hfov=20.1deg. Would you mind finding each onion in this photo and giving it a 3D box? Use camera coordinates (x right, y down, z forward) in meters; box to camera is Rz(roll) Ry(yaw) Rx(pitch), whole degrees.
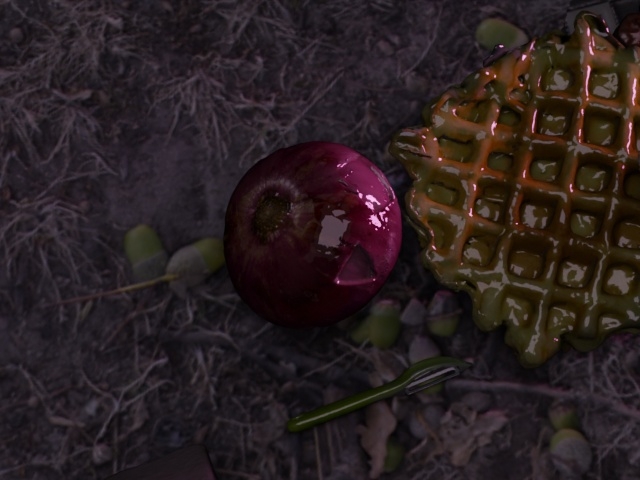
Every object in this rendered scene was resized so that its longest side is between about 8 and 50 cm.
[{"bbox_3d":[-0.007,-0.003,1.658,0.177,0.153,0.177,-16,43,15],"label":"onion"}]

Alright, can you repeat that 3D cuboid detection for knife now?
[{"bbox_3d":[0.054,0.141,1.679,0.184,0.022,0.026,-21,98,-4],"label":"knife"}]

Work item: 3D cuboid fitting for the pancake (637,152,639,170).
[{"bbox_3d":[0.396,-0.026,1.638,0.244,0.057,0.266,12,64,-29],"label":"pancake"}]

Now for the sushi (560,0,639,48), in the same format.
[{"bbox_3d":[0.352,-0.203,1.751,0.231,0.047,0.220,18,75,9],"label":"sushi"}]

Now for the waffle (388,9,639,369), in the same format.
[{"bbox_3d":[0.228,-0.047,1.681,0.317,0.073,0.297,-33,84,-12],"label":"waffle"}]

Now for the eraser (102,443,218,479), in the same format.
[{"bbox_3d":[-0.100,0.351,1.591,0.111,0.077,0.352,-21,73,-2],"label":"eraser"}]
